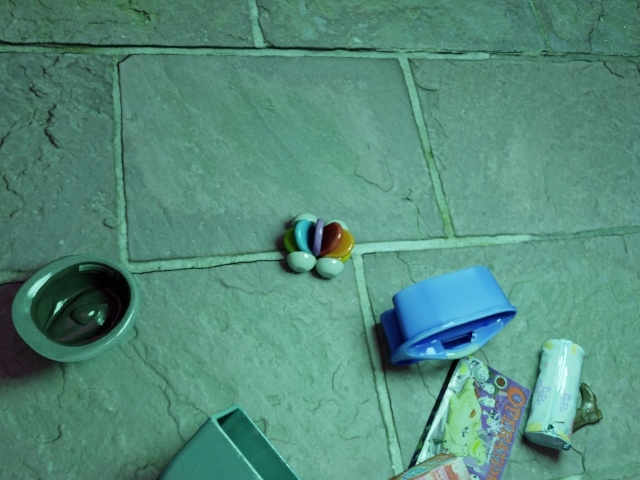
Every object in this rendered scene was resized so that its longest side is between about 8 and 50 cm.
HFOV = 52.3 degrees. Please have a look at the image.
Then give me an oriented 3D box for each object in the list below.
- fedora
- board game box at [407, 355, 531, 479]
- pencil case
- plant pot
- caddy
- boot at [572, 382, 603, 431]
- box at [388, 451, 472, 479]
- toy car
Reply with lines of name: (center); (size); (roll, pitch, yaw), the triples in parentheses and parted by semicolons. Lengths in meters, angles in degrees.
fedora: (-0.543, 0.163, 1.464); (0.243, 0.124, 0.275); (39, 54, 3)
board game box: (0.368, 0.471, 1.598); (0.208, 0.056, 0.347); (32, 62, -3)
pencil case: (0.595, 0.388, 1.651); (0.113, 0.124, 0.273); (3, 55, 32)
plant pot: (-0.209, 0.519, 1.321); (0.252, 0.248, 0.247); (-41, 80, -2)
caddy: (0.314, 0.204, 1.601); (0.341, 0.241, 0.179); (-13, 63, -19)
boot: (0.667, 0.436, 1.698); (0.114, 0.037, 0.106); (-15, 68, -15)
box: (0.284, 0.636, 1.413); (0.154, 0.142, 0.300); (-23, 80, -11)
toy car: (0.000, 0.000, 1.670); (0.182, 0.136, 0.159); (12, 64, -9)
